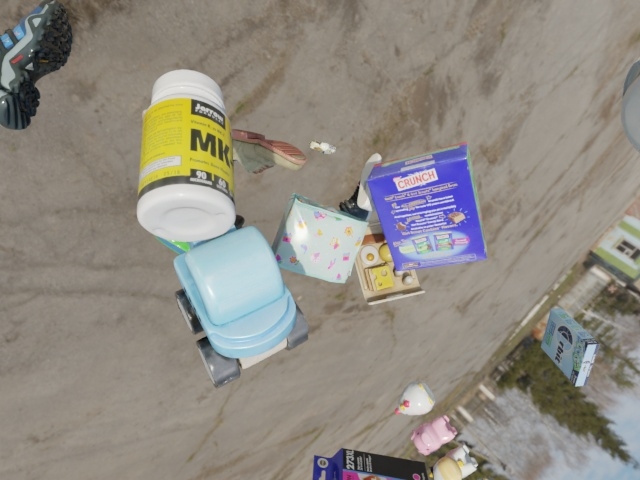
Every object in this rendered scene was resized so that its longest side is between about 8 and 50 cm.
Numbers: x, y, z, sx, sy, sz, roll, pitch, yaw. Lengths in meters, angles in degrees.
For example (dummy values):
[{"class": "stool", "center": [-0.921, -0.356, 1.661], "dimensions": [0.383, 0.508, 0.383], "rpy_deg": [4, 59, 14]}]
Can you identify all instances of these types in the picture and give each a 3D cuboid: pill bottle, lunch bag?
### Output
[{"class": "pill bottle", "center": [-0.176, -0.115, 0.565], "dimensions": [0.119, 0.209, 0.119], "rpy_deg": [-7, 154, -3]}, {"class": "lunch bag", "center": [0.000, 0.000, 1.320], "dimensions": [0.262, 0.160, 0.224], "rpy_deg": [18, 99, -15]}]

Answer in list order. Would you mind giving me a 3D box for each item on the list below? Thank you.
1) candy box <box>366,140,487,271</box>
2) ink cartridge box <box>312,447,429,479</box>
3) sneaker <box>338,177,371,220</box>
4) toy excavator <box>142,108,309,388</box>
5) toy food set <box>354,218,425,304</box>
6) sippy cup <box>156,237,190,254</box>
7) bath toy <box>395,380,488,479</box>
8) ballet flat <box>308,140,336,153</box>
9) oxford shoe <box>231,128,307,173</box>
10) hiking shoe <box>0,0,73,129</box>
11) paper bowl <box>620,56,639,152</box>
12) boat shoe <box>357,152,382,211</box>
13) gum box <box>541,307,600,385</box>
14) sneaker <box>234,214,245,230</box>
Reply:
[{"class": "candy box", "center": [0.308, -0.085, 1.202], "dimensions": [0.122, 0.267, 0.318], "rpy_deg": [-66, 140, -52]}, {"class": "ink cartridge box", "center": [0.160, 0.758, 1.332], "dimensions": [0.176, 0.370, 0.069], "rpy_deg": [-84, -177, -68]}, {"class": "sneaker", "center": [0.165, -0.189, 1.954], "dimensions": [0.146, 0.105, 0.296], "rpy_deg": [-15, 139, -18]}, {"class": "toy excavator", "center": [-0.207, 0.001, 0.866], "dimensions": [0.222, 0.433, 0.446], "rpy_deg": [-22, 140, -24]}, {"class": "toy food set", "center": [0.243, 0.069, 1.579], "dimensions": [0.219, 0.307, 0.092], "rpy_deg": [-12, 166, -8]}, {"class": "sippy cup", "center": [-0.560, -0.051, 1.852], "dimensions": [0.224, 0.240, 0.305], "rpy_deg": [-60, -164, -17]}, {"class": "bath toy", "center": [0.331, 0.585, 1.231], "dimensions": [0.129, 0.348, 0.151], "rpy_deg": [-38, 148, 14]}, {"class": "ballet flat", "center": [0.002, -0.334, 1.514], "dimensions": [0.041, 0.114, 0.041], "rpy_deg": [-26, 125, -44]}, {"class": "oxford shoe", "center": [-0.205, -0.313, 1.610], "dimensions": [0.140, 0.396, 0.147], "rpy_deg": [-4, 114, -45]}, {"class": "hiking shoe", "center": [-0.575, -0.351, 0.790], "dimensions": [0.131, 0.305, 0.113], "rpy_deg": [13, 151, -8]}, {"class": "paper bowl", "center": [0.728, -0.261, 0.838], "dimensions": [0.147, 0.284, 0.284], "rpy_deg": [-27, 150, -1]}, {"class": "boat shoe", "center": [0.166, -0.178, 1.316], "dimensions": [0.063, 0.066, 0.184], "rpy_deg": [24, 67, -33]}, {"class": "gum box", "center": [0.771, 0.328, 1.324], "dimensions": [0.041, 0.184, 0.157], "rpy_deg": [-3, 115, -6]}, {"class": "sneaker", "center": [-0.309, -0.002, 1.401], "dimensions": [0.106, 0.281, 0.163], "rpy_deg": [-7, 104, -21]}]
